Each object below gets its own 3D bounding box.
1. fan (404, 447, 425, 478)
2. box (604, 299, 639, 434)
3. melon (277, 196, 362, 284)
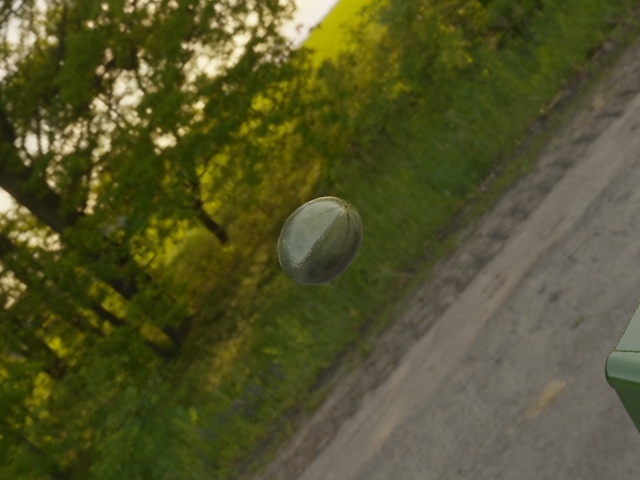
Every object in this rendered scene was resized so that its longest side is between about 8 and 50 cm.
[{"bbox_3d":[0.123,0.560,1.816,0.329,0.009,0.191,-54,-8,-10],"label":"fan"},{"bbox_3d":[0.597,0.227,1.387,0.178,0.328,0.253,0,45,49],"label":"box"},{"bbox_3d":[0.000,0.000,1.097,0.130,0.098,0.098,-47,9,35],"label":"melon"}]
